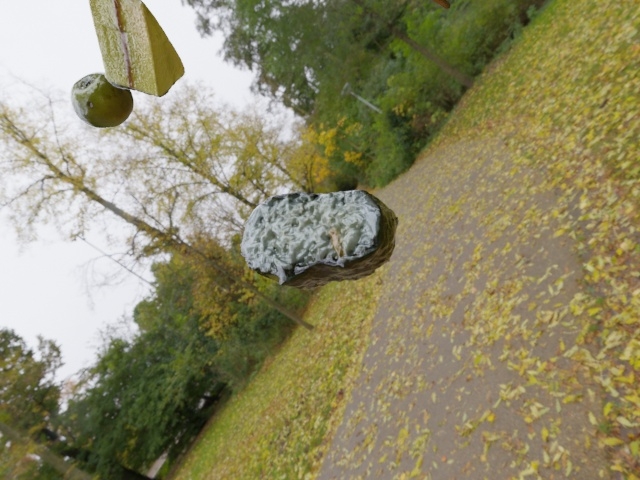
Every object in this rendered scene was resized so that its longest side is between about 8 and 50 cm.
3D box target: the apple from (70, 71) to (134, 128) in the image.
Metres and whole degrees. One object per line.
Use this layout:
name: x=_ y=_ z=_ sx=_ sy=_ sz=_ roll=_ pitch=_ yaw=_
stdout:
apple: x=-0.751 y=-0.483 z=1.379 sx=0.197 sy=0.196 sz=0.157 roll=-55 pitch=-27 yaw=-19

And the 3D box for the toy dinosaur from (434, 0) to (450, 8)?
toy dinosaur: x=0.033 y=-0.443 z=0.423 sx=0.097 sy=0.433 sz=0.208 roll=-6 pitch=33 yaw=33

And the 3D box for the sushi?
sushi: x=0.000 y=0.000 z=0.896 sx=0.171 sy=0.349 sz=0.211 roll=38 pitch=-135 yaw=-62

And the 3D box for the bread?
bread: x=-0.468 y=-0.538 z=1.052 sx=0.264 sy=0.167 sz=0.163 roll=108 pitch=-179 yaw=-50
